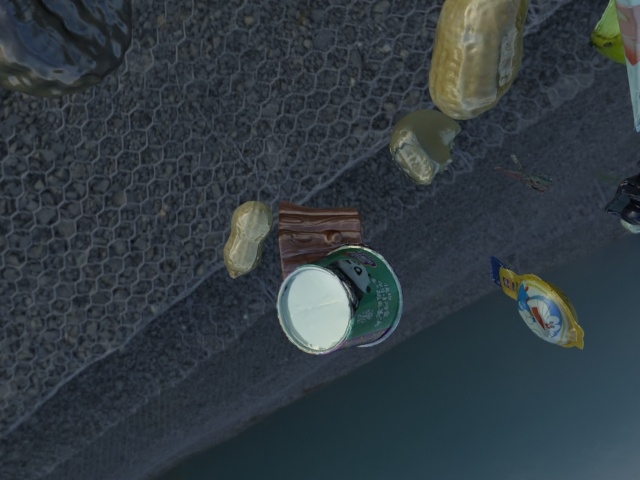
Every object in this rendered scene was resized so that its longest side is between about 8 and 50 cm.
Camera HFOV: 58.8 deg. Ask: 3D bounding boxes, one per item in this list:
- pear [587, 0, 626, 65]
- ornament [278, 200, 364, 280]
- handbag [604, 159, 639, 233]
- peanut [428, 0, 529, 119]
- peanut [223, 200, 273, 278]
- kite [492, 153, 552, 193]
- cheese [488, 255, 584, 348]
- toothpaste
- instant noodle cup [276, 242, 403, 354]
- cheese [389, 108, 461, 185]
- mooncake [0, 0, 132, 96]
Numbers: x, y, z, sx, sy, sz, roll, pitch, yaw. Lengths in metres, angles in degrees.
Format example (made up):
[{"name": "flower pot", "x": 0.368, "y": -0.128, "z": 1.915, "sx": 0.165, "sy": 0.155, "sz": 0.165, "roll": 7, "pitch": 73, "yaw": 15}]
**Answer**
[{"name": "pear", "x": 0.557, "y": -0.338, "z": 0.740, "sx": 0.282, "sy": 0.176, "sz": 0.286, "roll": 17, "pitch": 114, "yaw": -9}, {"name": "ornament", "x": 0.000, "y": 0.000, "z": 1.511, "sx": 0.218, "sy": 0.235, "sz": 0.221, "roll": -3, "pitch": 169, "yaw": -2}, {"name": "handbag", "x": 0.548, "y": 0.016, "z": 0.766, "sx": 0.118, "sy": 0.326, "sz": 0.269, "roll": -55, "pitch": 159, "yaw": 14}, {"name": "peanut", "x": 0.228, "y": -0.278, "z": 0.812, "sx": 0.129, "sy": 0.129, "sz": 0.224, "roll": -8, "pitch": 140, "yaw": -10}, {"name": "peanut", "x": -0.140, "y": 0.000, "z": 1.072, "sx": 0.082, "sy": 0.082, "sz": 0.187, "roll": 7, "pitch": 125, "yaw": -20}, {"name": "kite", "x": 0.390, "y": -0.132, "z": 1.095, "sx": 0.137, "sy": 0.152, "sz": 0.005, "roll": 6, "pitch": 124, "yaw": -19}, {"name": "cheese", "x": 0.449, "y": 0.128, "z": 1.196, "sx": 0.069, "sy": 0.270, "sz": 0.177, "roll": -29, "pitch": 130, "yaw": -9}, {"name": "toothpaste", "x": 0.325, "y": -0.186, "z": 0.564, "sx": 0.056, "sy": 0.036, "sz": 0.205, "roll": -34, "pitch": 137, "yaw": 14}, {"name": "instant noodle cup", "x": 0.033, "y": 0.137, "z": 1.267, "sx": 0.190, "sy": 0.251, "sz": 0.251, "roll": -8, "pitch": 136, "yaw": -57}, {"name": "cheese", "x": 0.273, "y": -0.251, "z": 1.438, "sx": 0.202, "sy": 0.091, "sz": 0.175, "roll": -37, "pitch": 89, "yaw": -30}, {"name": "mooncake", "x": -0.467, "y": -0.391, "z": 0.958, "sx": 0.161, "sy": 0.290, "sz": 0.290, "roll": 3, "pitch": 136, "yaw": 34}]
